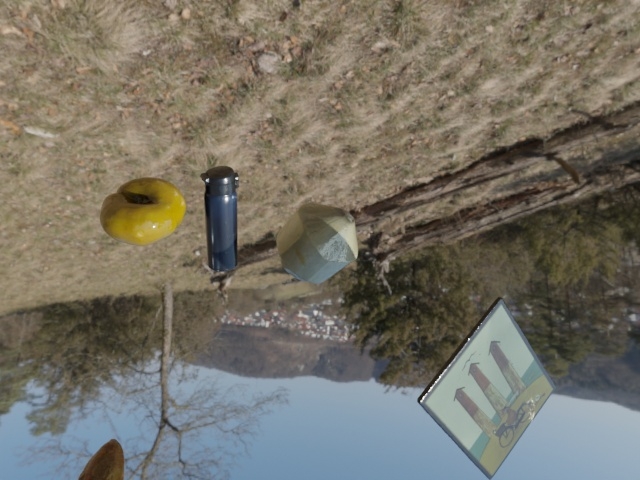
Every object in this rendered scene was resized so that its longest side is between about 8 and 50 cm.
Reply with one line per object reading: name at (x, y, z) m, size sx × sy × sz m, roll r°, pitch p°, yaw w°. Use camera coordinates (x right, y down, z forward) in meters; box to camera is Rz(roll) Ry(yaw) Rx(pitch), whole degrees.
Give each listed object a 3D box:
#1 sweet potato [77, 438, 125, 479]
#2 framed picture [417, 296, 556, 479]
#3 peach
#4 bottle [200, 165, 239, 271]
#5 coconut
sweet potato at (-0.529, 0.631, 0.910) m, size 0.109 × 0.385 × 0.109 m, roll 0°, pitch 124°, yaw 0°
framed picture at (0.335, 0.295, 0.784) m, size 0.323 × 0.244 × 0.013 m, roll 50°, pitch 166°, yaw -28°
peach at (-0.391, -0.066, 0.898) m, size 0.180 × 0.179 × 0.103 m, roll 3°, pitch 134°, yaw 4°
bottle at (-0.220, -0.046, 0.916) m, size 0.082 × 0.244 × 0.072 m, roll -13°, pitch -143°, yaw -27°
coconut at (0.000, 0.000, 1.087) m, size 0.202 × 0.202 × 0.222 m, roll 17°, pitch 130°, yaw -42°
